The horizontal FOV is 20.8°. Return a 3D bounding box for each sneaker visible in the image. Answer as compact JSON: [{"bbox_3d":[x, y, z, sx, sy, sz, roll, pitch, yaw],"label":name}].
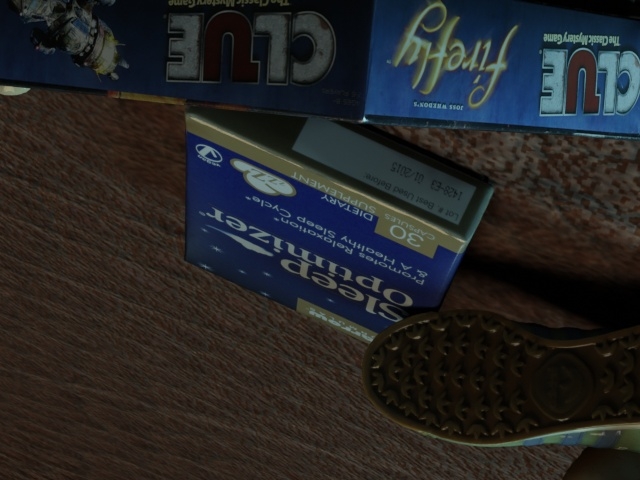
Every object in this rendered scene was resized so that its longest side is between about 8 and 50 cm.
[{"bbox_3d":[0.121,0.072,0.815,0.192,0.064,0.086,-3,161,33],"label":"sneaker"}]

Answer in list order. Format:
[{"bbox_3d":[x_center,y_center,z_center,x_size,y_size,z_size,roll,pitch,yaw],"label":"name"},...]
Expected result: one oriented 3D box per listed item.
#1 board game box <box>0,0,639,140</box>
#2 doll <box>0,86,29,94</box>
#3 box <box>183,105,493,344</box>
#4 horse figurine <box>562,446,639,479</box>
[{"bbox_3d":[-0.030,-0.068,0.603,0.243,0.042,0.165,9,-173,38],"label":"board game box"},{"bbox_3d":[-0.180,-0.128,0.734,0.129,0.046,0.189,2,152,12],"label":"doll"},{"bbox_3d":[0.000,0.000,0.858,0.136,0.036,0.225,24,161,5],"label":"box"},{"bbox_3d":[0.178,0.158,0.862,0.174,0.066,0.263,53,-179,-14],"label":"horse figurine"}]
